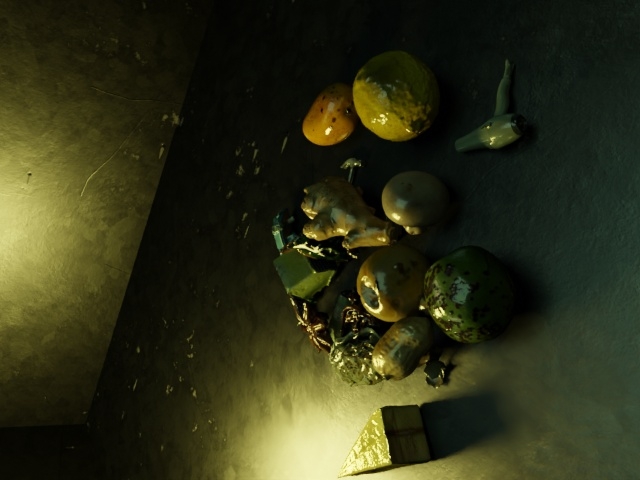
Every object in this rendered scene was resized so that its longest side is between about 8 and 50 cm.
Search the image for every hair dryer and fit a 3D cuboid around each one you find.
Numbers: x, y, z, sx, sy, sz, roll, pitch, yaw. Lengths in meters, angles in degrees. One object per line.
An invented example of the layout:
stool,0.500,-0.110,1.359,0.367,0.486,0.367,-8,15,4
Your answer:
hair dryer,0.478,-0.358,1.614,0.229,0.092,0.267,-36,41,46

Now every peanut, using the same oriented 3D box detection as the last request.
peanut,0.226,0.296,1.544,0.224,0.129,0.129,-60,43,23

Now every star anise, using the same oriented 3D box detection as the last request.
star anise,0.145,0.231,1.800,0.190,0.125,0.220,27,98,46
star anise,-0.006,0.287,1.938,0.272,0.102,0.272,47,157,27

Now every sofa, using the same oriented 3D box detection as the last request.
sofa,0.244,-0.069,1.814,0.060,0.085,0.147,9,86,9

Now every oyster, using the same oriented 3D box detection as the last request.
oyster,0.120,0.367,1.740,0.267,0.198,0.112,-38,10,49

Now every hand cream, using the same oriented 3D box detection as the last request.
hand cream,0.065,0.272,1.942,0.086,0.055,0.235,48,125,50

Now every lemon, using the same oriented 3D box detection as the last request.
lemon,0.234,-0.457,1.760,0.268,0.268,0.322,-48,60,31

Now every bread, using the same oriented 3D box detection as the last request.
bread,0.166,0.591,1.646,0.264,0.167,0.163,-34,55,41

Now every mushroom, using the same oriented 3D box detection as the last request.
mushroom,0.284,-0.104,1.692,0.204,0.204,0.204,-16,69,47

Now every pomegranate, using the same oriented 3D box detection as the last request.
pomegranate,0.376,0.141,1.456,0.270,0.254,0.255,-16,68,44

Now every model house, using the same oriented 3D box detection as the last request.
model house,-0.036,0.103,2.063,0.211,0.170,0.194,-36,46,5

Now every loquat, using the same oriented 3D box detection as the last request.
loquat,0.227,0.123,1.641,0.243,0.243,0.244,-16,69,47

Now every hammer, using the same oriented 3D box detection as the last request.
hammer,0.095,-0.177,2.038,0.103,0.029,0.247,18,95,50

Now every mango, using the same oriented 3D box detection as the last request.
mango,0.038,-0.453,2.080,0.290,0.159,0.191,-29,68,47

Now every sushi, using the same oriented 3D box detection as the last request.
sushi,0.000,0.000,1.942,0.140,0.287,0.149,-71,-14,-49

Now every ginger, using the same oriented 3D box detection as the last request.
ginger,0.067,-0.081,1.798,0.375,0.236,0.166,-132,34,-57

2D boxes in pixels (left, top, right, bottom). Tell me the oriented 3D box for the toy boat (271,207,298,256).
toy boat,-0.123,-0.025,2.206,0.098,0.109,0.238,-28,61,20

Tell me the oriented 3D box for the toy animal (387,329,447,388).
toy animal,0.287,0.340,1.639,0.214,0.093,0.186,-31,54,51
